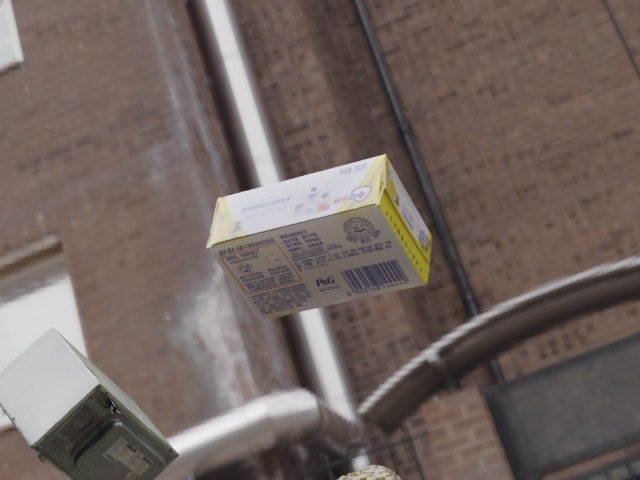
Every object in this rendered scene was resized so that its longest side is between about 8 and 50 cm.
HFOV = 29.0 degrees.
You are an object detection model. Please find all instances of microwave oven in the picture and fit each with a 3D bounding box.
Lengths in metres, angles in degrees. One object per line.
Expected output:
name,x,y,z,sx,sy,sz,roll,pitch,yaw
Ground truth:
microwave oven,-0.353,0.279,1.867,0.145,0.194,0.240,-41,-42,-6

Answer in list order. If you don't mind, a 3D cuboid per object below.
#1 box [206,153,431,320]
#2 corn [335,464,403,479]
box,0.000,0.000,1.685,0.265,0.097,0.168,-15,-50,24
corn,-0.043,0.348,1.392,0.320,0.097,0.097,-32,-28,12
